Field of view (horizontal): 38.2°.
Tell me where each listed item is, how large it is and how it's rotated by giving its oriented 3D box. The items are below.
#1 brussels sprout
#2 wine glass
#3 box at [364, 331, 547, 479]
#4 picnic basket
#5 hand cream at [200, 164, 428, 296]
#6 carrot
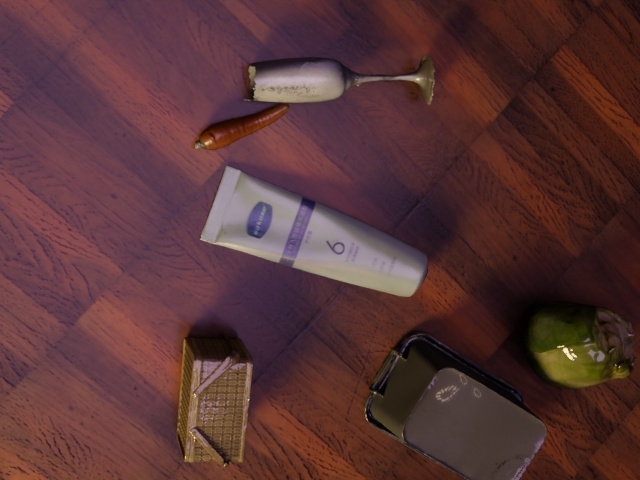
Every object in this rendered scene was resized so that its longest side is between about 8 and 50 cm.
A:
[{"bbox_3d":[0.379,0.152,1.365,0.183,0.146,0.131,14,64,-55],"label":"brussels sprout"},{"bbox_3d":[0.024,-0.219,1.265,0.262,0.074,0.074,-3,98,-11],"label":"wine glass"},{"bbox_3d":[0.201,0.257,1.335,0.243,0.135,0.163,33,89,-16],"label":"box"},{"bbox_3d":[-0.146,0.215,1.254,0.080,0.115,0.164,4,97,-16],"label":"picnic basket"},{"bbox_3d":[0.000,0.000,1.304,0.321,0.067,0.109,20,93,-8],"label":"hand cream"},{"bbox_3d":[-0.108,-0.155,1.257,0.142,0.035,0.035,-24,102,-12],"label":"carrot"}]
